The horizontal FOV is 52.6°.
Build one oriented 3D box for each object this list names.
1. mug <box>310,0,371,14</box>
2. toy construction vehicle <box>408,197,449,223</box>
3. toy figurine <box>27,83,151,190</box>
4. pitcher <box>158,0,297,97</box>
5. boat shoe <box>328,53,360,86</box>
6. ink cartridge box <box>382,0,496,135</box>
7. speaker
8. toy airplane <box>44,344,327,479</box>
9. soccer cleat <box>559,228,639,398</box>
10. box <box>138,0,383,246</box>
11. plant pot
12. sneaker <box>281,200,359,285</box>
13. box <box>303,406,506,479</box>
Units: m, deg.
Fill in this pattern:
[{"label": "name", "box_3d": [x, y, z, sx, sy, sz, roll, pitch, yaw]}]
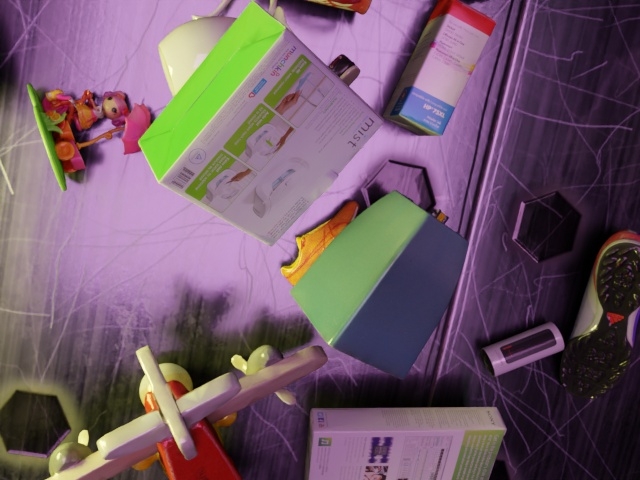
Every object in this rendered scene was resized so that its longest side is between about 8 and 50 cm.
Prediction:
[{"label": "mug", "box_3d": [-0.003, -0.406, 0.952, 0.169, 0.150, 0.113, 6, 103, -11]}, {"label": "toy construction vehicle", "box_3d": [0.155, -0.027, 1.101, 0.085, 0.035, 0.098, 35, 96, -22]}, {"label": "toy figurine", "box_3d": [-0.343, -0.179, 0.993, 0.159, 0.130, 0.173, -19, 76, -17]}, {"label": "pitcher", "box_3d": [-0.142, -0.304, 0.984, 0.207, 0.125, 0.178, -20, 80, -14]}, {"label": "boat shoe", "box_3d": [0.003, -0.241, 1.042, 0.133, 0.049, 0.042, -44, 73, 8]}, {"label": "ink cartridge box", "box_3d": [0.190, -0.283, 1.008, 0.077, 0.134, 0.231, 25, 96, -9]}, {"label": "speaker", "box_3d": [0.356, 0.193, 1.146, 0.136, 0.055, 0.055, -20, 101, -3]}, {"label": "toy airplane", "box_3d": [-0.217, 0.281, 0.985, 0.386, 0.272, 0.385, 18, 112, -42]}, {"label": "soccer cleat", "box_3d": [0.502, 0.132, 1.134, 0.108, 0.116, 0.319, 15, 116, 19]}, {"label": "box", "box_3d": [-0.081, -0.155, 0.934, 0.262, 0.127, 0.231, -48, 135, 11]}, {"label": "plant pot", "box_3d": [0.105, 0.056, 1.005, 0.165, 0.166, 0.234, 30, 100, -34]}, {"label": "sneaker", "box_3d": [0.000, 0.000, 1.070, 0.067, 0.064, 0.175, 39, 90, -1]}, {"label": "box", "box_3d": [0.134, 0.385, 1.111, 0.321, 0.059, 0.233, 2, 122, -6]}]
